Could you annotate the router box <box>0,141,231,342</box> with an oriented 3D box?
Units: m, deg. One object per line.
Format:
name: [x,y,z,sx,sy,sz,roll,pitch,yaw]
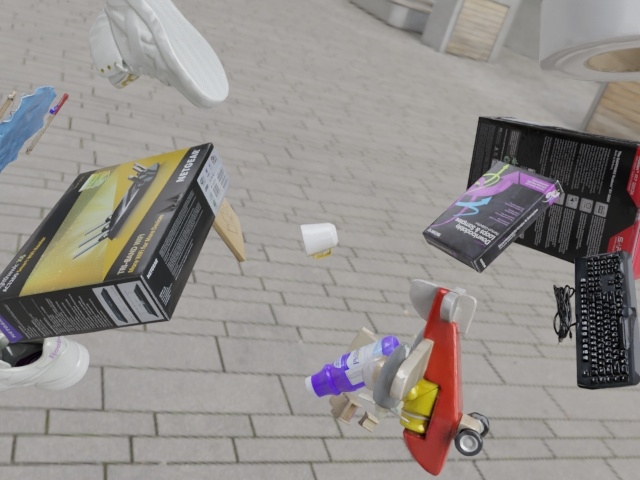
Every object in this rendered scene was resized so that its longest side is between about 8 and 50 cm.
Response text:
router box: [-0.282,-0.006,0.925,0.243,0.081,0.308,-10,36,17]

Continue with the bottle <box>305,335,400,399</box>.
bottle: [0.094,0.360,1.834,0.092,0.283,0.118,61,16,-13]

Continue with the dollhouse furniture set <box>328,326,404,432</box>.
dollhouse furniture set: [0.217,0.461,2.042,0.303,0.286,0.198,33,-1,-17]

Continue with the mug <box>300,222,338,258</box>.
mug: [-0.001,-0.004,1.257,0.064,0.062,0.078,-13,-13,-1]

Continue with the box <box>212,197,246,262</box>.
box: [-0.258,-0.058,1.781,0.021,0.201,0.164,-20,49,8]

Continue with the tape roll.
tape roll: [0.479,-0.318,0.996,0.286,0.100,0.286,2,0,0]

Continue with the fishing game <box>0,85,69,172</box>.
fishing game: [-0.497,-0.181,1.071,0.041,0.189,0.264,36,11,-11]

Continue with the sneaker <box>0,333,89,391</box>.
sneaker: [-0.564,0.205,1.128,0.305,0.152,0.114,-13,59,1]

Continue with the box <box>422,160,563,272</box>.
box: [0.234,-0.037,0.912,0.029,0.162,0.116,52,-10,-35]

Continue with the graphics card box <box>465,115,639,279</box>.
graphics card box: [0.442,-0.092,1.233,0.094,0.232,0.371,-8,21,-37]

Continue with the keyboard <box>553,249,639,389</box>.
keyboard: [0.325,0.088,0.795,0.038,0.100,0.192,46,42,-31]

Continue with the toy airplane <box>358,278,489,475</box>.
toy airplane: [0.221,0.274,1.475,0.273,0.386,0.384,-4,46,21]

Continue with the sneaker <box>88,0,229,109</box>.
sneaker: [-0.284,-0.301,1.132,0.292,0.169,0.108,54,32,13]
